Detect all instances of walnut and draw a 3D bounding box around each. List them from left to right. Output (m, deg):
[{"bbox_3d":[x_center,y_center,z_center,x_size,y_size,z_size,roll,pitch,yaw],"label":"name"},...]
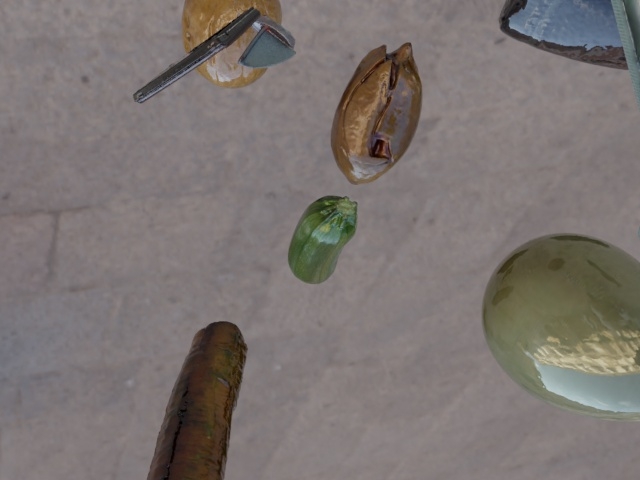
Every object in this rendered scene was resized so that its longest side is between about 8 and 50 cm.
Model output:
[{"bbox_3d":[-0.165,-0.392,1.965,0.195,0.195,0.222,-6,116,-19],"label":"walnut"},{"bbox_3d":[0.091,-0.200,1.679,0.137,0.137,0.245,9,109,-37],"label":"walnut"}]

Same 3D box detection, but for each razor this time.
[{"bbox_3d":[0.491,-0.388,1.808,0.349,0.114,0.204,13,148,-6],"label":"razor"},{"bbox_3d":[0.321,-0.144,1.020,0.111,0.278,0.056,-20,-169,0],"label":"razor"}]

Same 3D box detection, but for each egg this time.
[{"bbox_3d":[0.341,0.113,1.334,0.218,0.295,0.218,-27,132,-34],"label":"egg"}]

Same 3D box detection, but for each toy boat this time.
[{"bbox_3d":[-0.097,-0.315,1.767,0.096,0.122,0.034,34,144,-8],"label":"toy boat"}]

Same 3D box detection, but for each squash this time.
[{"bbox_3d":[0.000,0.000,1.423,0.077,0.068,0.219,14,153,-9],"label":"squash"}]

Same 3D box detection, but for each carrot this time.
[{"bbox_3d":[-0.106,0.175,0.919,0.070,0.260,0.070,4,130,4],"label":"carrot"}]

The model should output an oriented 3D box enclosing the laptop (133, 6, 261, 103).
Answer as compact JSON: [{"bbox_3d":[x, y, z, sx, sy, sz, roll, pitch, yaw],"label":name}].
[{"bbox_3d":[-0.198,-0.298,1.696,0.207,0.154,0.026,-26,109,35],"label":"laptop"}]
